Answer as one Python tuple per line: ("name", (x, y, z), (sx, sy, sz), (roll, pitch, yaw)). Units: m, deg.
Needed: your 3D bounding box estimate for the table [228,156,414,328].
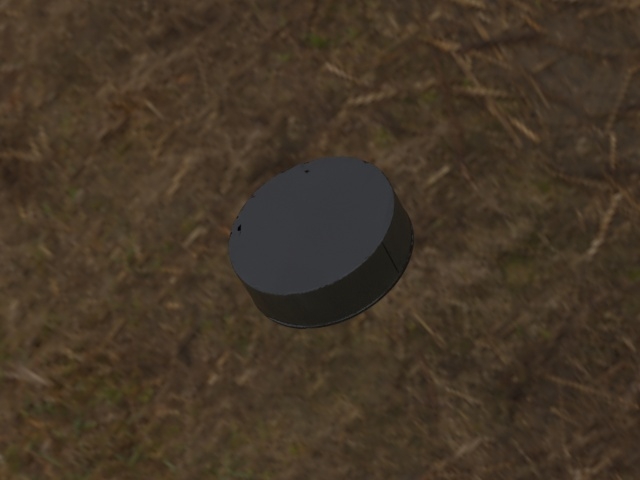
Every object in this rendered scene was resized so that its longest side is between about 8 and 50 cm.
("table", (0.000, 0.000, 1.128), (0.133, 0.043, 0.133), (-15, 45, 16))
